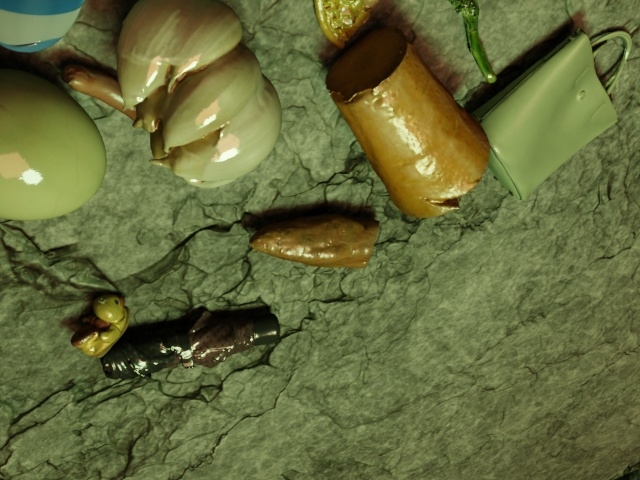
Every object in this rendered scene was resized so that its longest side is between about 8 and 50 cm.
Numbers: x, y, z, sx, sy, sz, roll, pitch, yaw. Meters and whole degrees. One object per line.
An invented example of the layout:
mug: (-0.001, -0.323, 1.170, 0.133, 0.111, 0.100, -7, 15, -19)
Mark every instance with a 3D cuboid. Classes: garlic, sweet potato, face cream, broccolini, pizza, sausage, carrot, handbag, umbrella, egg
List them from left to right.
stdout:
egg: (-0.381, -0.117, 1.225, 0.241, 0.186, 0.186, 22, 120, -43)
face cream: (-0.313, -0.316, 1.047, 0.149, 0.083, 0.264, 1, 138, -23)
sausage: (-0.275, -0.192, 1.312, 0.040, 0.047, 0.177, -7, 156, 37)
umbrella: (-0.221, 0.183, 1.695, 0.326, 0.094, 0.090, -8, 150, -20)
garlic: (-0.150, -0.174, 1.261, 0.203, 0.184, 0.281, -53, 156, -26)
sweet potato: (0.000, 0.000, 1.623, 0.251, 0.097, 0.097, 0, 132, -31)
pizza: (0.044, -0.332, 1.357, 0.108, 0.026, 0.123, -28, 139, -2)
carrot: (0.117, -0.175, 1.447, 0.196, 0.196, 0.254, -38, 131, 12)
broccolini: (0.229, -0.317, 1.458, 0.051, 0.054, 0.239, -40, 142, -7)
handbag: (0.405, -0.222, 1.609, 0.315, 0.109, 0.241, -37, 139, 5)

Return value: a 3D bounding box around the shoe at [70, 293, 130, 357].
shoe: (-0.359, 0.142, 1.591, 0.109, 0.072, 0.069, -44, 142, 18)
